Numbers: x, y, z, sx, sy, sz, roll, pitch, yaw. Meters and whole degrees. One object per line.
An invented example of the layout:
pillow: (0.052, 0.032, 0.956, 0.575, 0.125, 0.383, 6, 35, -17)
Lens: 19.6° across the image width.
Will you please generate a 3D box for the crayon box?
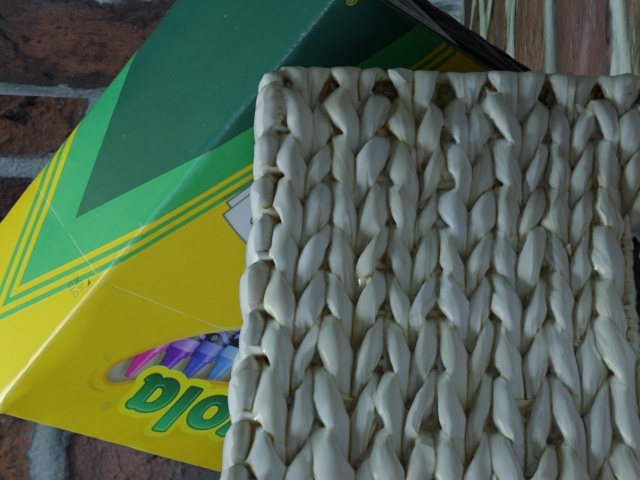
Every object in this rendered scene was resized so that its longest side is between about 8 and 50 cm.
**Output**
crayon box: (0.000, 0.000, 1.155, 0.313, 0.363, 0.106, -50, 51, 13)

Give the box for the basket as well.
basket: (0.087, 0.122, 0.944, 0.328, 0.266, 0.331, -86, 0, -45)
